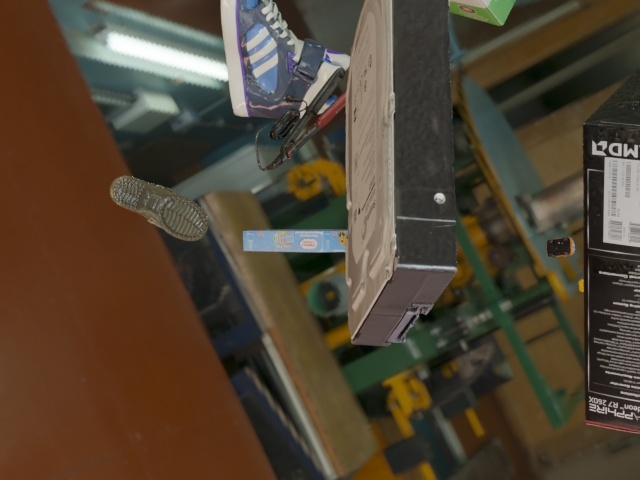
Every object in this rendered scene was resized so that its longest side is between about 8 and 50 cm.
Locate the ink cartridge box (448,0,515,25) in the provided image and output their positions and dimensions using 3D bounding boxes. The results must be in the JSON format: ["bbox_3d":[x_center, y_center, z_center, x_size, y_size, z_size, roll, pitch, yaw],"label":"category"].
[{"bbox_3d":[0.171,-0.471,1.844,0.211,0.121,0.289,25,-4,35],"label":"ink cartridge box"}]

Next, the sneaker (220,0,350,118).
[{"bbox_3d":[-0.059,-0.380,2.225,0.130,0.236,0.322,-88,176,-60],"label":"sneaker"}]

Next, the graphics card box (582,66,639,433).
[{"bbox_3d":[0.375,0.005,1.343,0.233,0.094,0.370,-37,128,-50],"label":"graphics card box"}]

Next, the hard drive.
[{"bbox_3d":[0.071,-0.090,1.144,0.237,0.064,0.338,112,-20,-68],"label":"hard drive"}]

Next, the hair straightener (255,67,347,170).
[{"bbox_3d":[-0.035,-0.215,2.063,0.089,0.230,0.047,46,11,15],"label":"hair straightener"}]

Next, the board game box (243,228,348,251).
[{"bbox_3d":[0.000,0.000,1.944,0.211,0.160,0.039,1,90,-54],"label":"board game box"}]

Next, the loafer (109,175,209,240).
[{"bbox_3d":[-0.214,-0.048,1.566,0.148,0.056,0.050,31,4,-27],"label":"loafer"}]

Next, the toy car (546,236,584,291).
[{"bbox_3d":[0.463,0.048,2.192,0.041,0.060,0.122,2,64,-40],"label":"toy car"}]
